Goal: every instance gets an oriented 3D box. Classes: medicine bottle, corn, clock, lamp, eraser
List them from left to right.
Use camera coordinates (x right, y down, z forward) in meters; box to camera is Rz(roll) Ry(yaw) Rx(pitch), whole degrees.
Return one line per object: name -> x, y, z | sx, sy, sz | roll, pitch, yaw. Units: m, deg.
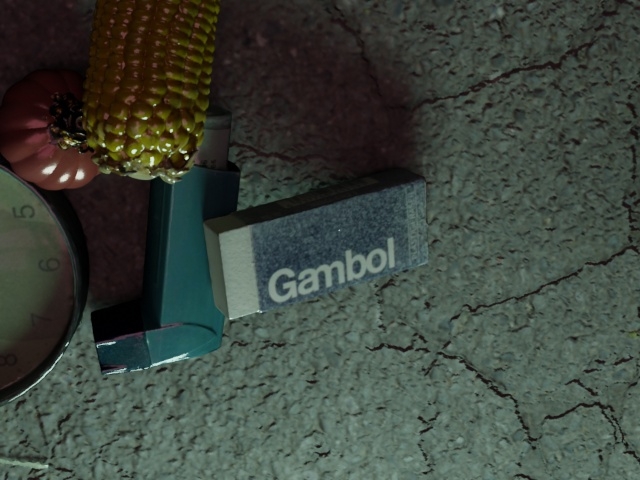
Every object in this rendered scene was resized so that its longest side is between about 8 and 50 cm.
clock -> -0.353, 0.035, 0.995 | 0.281, 0.055, 0.280 | -3, 109, -8
lamp -> -0.229, -0.097, 0.947 | 0.107, 0.092, 0.107 | 0, 90, -38
corn -> -0.133, -0.201, 0.892 | 0.106, 0.106, 0.305 | 7, 91, -11
medicine bottle -> -0.140, 0.003, 1.002 | 0.124, 0.079, 0.258 | 5, 108, -15
eraser -> 0.000, 0.000, 1.003 | 0.212, 0.046, 0.092 | -15, 114, -24

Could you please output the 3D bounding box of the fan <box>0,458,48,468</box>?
fan -> -0.425, 0.206, 1.069 | 0.310, 0.010, 0.182 | 8, 107, -10
